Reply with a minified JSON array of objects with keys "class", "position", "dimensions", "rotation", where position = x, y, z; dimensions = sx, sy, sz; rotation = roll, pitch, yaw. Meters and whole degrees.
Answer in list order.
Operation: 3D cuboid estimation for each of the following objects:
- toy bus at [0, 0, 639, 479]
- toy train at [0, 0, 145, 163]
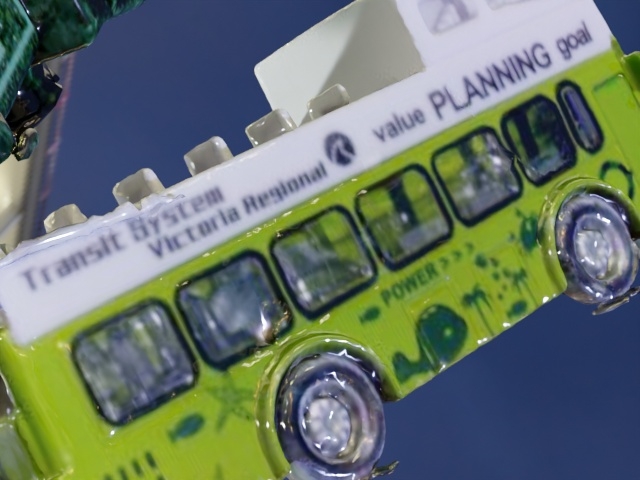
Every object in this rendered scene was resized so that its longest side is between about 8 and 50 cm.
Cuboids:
[{"class":"toy bus","position":[0.000,0.000,0.515],"dimensions":[0.113,0.301,0.139],"rotation":[-25,-87,51]},{"class":"toy train","position":[-0.177,-0.147,0.435],"dimensions":[0.138,0.178,0.330],"rotation":[-17,-57,18]}]
